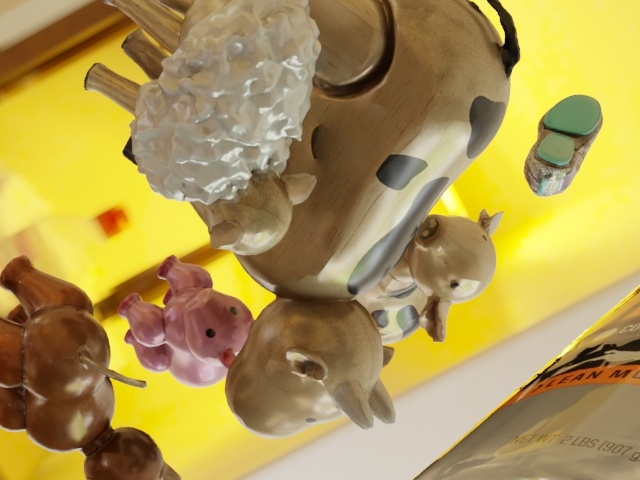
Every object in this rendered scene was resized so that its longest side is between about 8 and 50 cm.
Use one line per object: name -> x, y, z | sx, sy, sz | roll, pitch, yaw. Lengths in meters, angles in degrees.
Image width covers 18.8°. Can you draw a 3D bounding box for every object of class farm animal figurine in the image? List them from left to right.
farm animal figurine -> 0.000, 0.000, 0.952 | 0.172, 0.326, 0.330 | 38, 34, 17

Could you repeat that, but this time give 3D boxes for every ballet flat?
ballet flat -> 0.158, -0.060, 1.283 | 0.041, 0.041, 0.114 | 60, 31, -14

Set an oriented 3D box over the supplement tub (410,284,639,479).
supplement tub -> 0.156, 0.105, 0.686 | 0.316, 0.194, 0.193 | -31, 94, -51
